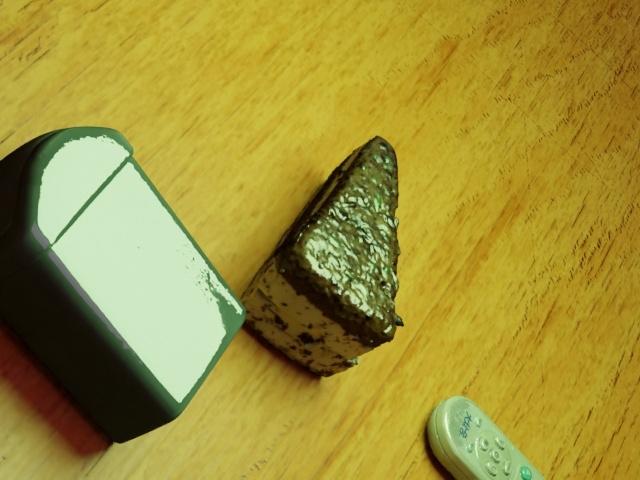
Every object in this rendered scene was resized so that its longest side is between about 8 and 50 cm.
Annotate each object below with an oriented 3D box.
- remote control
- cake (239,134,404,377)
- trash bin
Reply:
[{"bbox_3d":[0.183,0.245,1.751,0.221,0.042,0.078,48,37,-18],"label":"remote control"},{"bbox_3d":[-0.003,-0.011,1.639,0.135,0.112,0.246,28,47,-33],"label":"cake"},{"bbox_3d":[-0.180,0.025,1.417,0.236,0.101,0.177,52,36,-15],"label":"trash bin"}]
